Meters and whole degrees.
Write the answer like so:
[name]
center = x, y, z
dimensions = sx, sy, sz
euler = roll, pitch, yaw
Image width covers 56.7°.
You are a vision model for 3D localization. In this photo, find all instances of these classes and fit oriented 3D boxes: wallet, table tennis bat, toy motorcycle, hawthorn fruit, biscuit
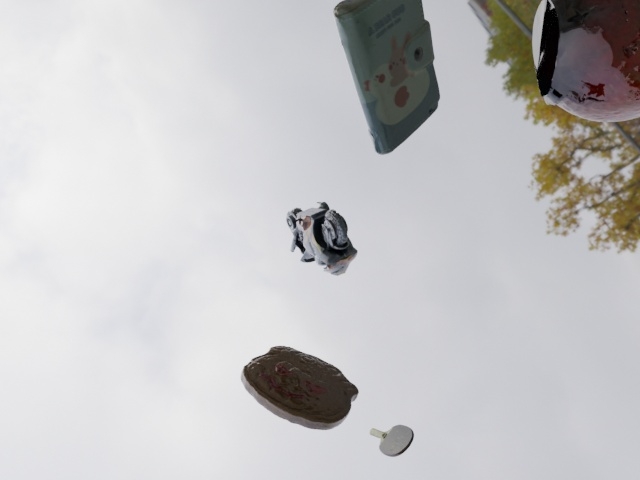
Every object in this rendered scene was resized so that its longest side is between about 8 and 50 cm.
[wallet]
center = 0.162, -0.404, 1.338
dimensions = 0.252, 0.083, 0.360
euler = -42, -47, -23
[table tennis bat]
center = 0.169, 0.483, 1.454
dimensions = 0.013, 0.156, 0.087
euler = 49, -114, -16
[toy motorcycle]
center = 0.000, 0.000, 1.462
dimensions = 0.108, 0.307, 0.173
euler = -24, -77, -21
[hawthorn fruit]
center = 0.528, -0.353, 1.061
dimensions = 0.316, 0.316, 0.316
euler = 24, -135, -27
[biscuit]
center = -0.046, 0.342, 1.415
dimensions = 0.273, 0.049, 0.257
euler = 25, -159, 21
